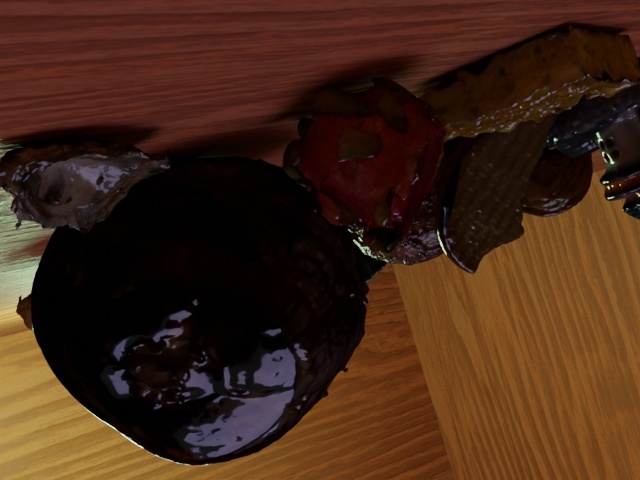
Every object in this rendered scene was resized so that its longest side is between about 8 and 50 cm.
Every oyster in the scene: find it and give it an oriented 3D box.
[{"bbox_3d":[-0.190,-0.048,0.832,0.105,0.056,0.177,-31,170,30],"label":"oyster"}]

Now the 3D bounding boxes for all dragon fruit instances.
[{"bbox_3d":[0.037,-0.072,0.927,0.150,0.133,0.208,31,179,-34],"label":"dragon fruit"}]

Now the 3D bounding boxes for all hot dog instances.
[{"bbox_3d":[0.416,-0.115,2.017,0.196,0.122,0.272,-20,-177,8],"label":"hot dog"}]

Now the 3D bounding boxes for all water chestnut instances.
[{"bbox_3d":[-0.122,0.047,1.103,0.350,0.350,0.302,-16,-144,4],"label":"water chestnut"}]

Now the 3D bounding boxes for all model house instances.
[{"bbox_3d":[0.444,-0.080,1.354,0.190,0.301,0.271,-22,180,-30],"label":"model house"}]

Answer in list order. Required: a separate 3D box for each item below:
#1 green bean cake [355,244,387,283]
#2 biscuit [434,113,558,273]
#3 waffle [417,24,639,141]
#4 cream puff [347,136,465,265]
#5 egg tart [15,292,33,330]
[{"bbox_3d":[0.033,-0.001,2.055,0.208,0.193,0.107,-43,-175,23],"label":"green bean cake"},{"bbox_3d":[0.227,-0.075,1.365,0.228,0.176,0.031,-46,-140,2],"label":"biscuit"},{"bbox_3d":[0.183,-0.141,1.029,0.211,0.055,0.160,-19,174,37],"label":"waffle"},{"bbox_3d":[0.134,-0.051,1.481,0.240,0.164,0.240,-12,172,-2],"label":"cream puff"},{"bbox_3d":[-0.322,0.094,1.659,0.294,0.123,0.294,6,167,1],"label":"egg tart"}]
